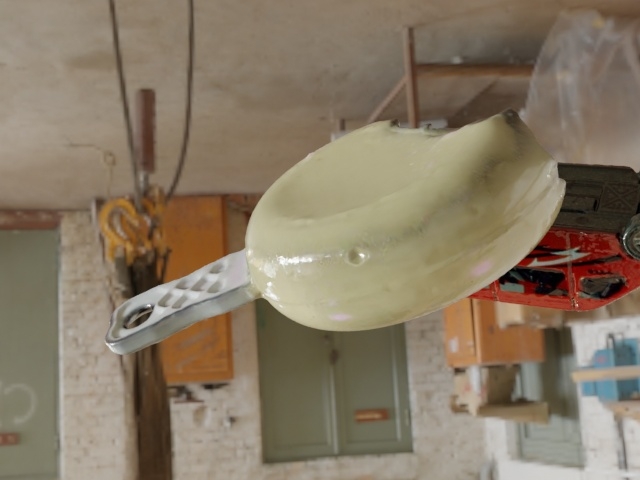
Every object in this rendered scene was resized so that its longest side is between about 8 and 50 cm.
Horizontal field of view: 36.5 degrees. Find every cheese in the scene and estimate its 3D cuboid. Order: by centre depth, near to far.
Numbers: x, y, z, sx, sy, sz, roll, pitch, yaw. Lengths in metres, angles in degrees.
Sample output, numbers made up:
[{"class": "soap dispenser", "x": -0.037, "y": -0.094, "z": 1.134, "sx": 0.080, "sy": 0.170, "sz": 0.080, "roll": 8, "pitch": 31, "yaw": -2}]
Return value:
[{"class": "cheese", "x": 0.000, "y": 0.010, "z": 0.531, "sx": 0.249, "sy": 0.071, "sz": 0.163, "roll": -32, "pitch": -154, "yaw": -10}]

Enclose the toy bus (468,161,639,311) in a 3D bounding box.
[{"class": "toy bus", "x": 0.154, "y": -0.005, "z": 0.641, "sx": 0.195, "sy": 0.089, "sz": 0.081, "roll": 5, "pitch": -141, "yaw": 23}]
